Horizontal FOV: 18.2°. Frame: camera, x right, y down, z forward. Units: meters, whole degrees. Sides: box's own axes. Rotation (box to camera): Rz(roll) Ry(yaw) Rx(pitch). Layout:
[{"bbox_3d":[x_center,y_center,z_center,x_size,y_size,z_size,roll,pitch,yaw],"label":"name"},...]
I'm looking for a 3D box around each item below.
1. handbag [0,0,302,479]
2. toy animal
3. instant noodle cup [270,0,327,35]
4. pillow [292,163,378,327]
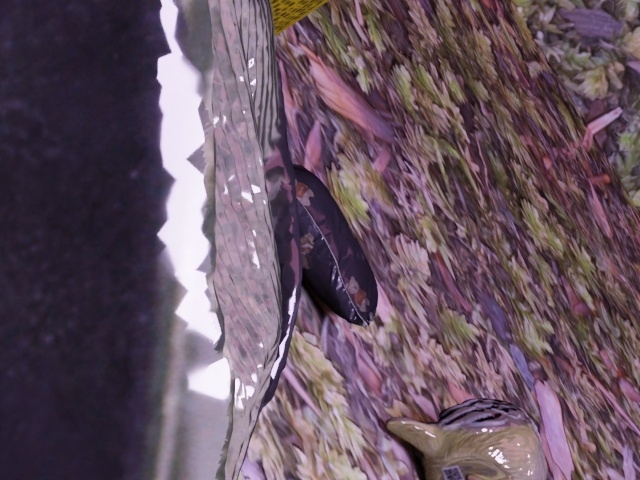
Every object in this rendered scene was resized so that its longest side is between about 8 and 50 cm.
[{"bbox_3d":[-0.135,0.024,0.750,0.240,0.247,0.341,-23,118,-84],"label":"handbag"},{"bbox_3d":[0.114,0.157,1.538,0.137,0.098,0.098,35,23,-7],"label":"toy animal"},{"bbox_3d":[-0.109,-0.231,1.206,0.325,0.254,0.325,44,19,-19],"label":"instant noodle cup"},{"bbox_3d":[0.001,0.000,1.527,0.150,0.048,0.090,59,21,3],"label":"pillow"}]
